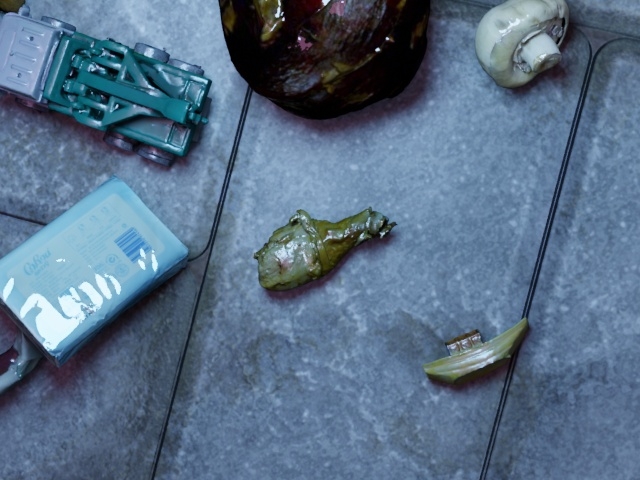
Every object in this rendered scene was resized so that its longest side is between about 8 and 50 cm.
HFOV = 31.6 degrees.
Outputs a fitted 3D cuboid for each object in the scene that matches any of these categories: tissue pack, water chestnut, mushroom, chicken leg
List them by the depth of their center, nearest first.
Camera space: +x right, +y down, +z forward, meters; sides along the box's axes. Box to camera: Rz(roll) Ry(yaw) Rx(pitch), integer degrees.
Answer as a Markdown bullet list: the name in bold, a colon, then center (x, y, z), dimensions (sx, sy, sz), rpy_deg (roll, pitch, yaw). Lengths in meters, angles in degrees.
- **water chestnut**: center (-0.019, -0.353, 1.605), dimensions (0.335, 0.347, 0.335), rpy_deg (-21, 60, 42)
- **mushroom**: center (0.299, -0.291, 1.641), dimensions (0.154, 0.154, 0.122), rpy_deg (-44, 57, 6)
- **chicken leg**: center (0.000, 0.000, 1.718), dimensions (0.228, 0.088, 0.103), rpy_deg (-29, 71, 11)
- **tissue pack**: center (-0.357, 0.046, 1.729), dimensions (0.263, 0.089, 0.177), rpy_deg (-41, 81, -21)

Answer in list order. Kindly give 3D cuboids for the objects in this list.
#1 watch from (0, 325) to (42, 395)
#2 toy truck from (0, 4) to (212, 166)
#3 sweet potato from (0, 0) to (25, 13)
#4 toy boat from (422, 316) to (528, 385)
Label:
- **watch**: center (-0.569, 0.142, 1.794), dimensions (0.253, 0.162, 0.241), rpy_deg (-20, 98, 11)
- **toy truck**: center (-0.331, -0.240, 1.736), dimensions (0.364, 0.178, 0.176), rpy_deg (20, 93, 12)
- **sweet potato**: center (-0.561, -0.529, 1.821), dimensions (0.114, 0.092, 0.341), rpy_deg (-10, 85, -28)
- **toy boat**: center (0.235, 0.165, 1.689), dimensions (0.172, 0.065, 0.066), rpy_deg (-24, 66, 6)
